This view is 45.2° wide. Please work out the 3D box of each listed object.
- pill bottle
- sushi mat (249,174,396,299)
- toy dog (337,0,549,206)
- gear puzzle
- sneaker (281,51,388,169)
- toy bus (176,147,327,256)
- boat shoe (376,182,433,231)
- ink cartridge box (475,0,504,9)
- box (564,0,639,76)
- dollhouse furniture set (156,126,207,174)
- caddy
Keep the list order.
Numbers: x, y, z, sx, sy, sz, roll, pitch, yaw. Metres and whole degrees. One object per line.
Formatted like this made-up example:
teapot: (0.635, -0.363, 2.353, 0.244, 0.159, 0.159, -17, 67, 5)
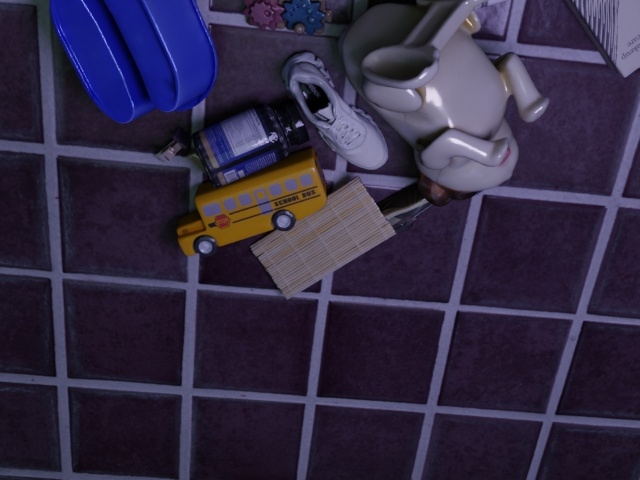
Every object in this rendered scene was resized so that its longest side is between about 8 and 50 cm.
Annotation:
pill bottle: (-0.139, -0.202, 1.556, 0.219, 0.123, 0.123, -24, 115, -4)
sushi mat: (0.000, 0.000, 1.683, 0.316, 0.019, 0.151, -32, 101, 24)
toy dog: (0.222, -0.240, 1.451, 0.395, 0.285, 0.408, 5, 144, 44)
gear puzzle: (-0.065, -0.522, 1.379, 0.175, 0.044, 0.339, 10, 135, 9)
sneaker: (0.030, -0.243, 1.553, 0.110, 0.118, 0.292, -40, 112, 15)
toy bus: (-0.150, -0.078, 1.635, 0.332, 0.108, 0.130, -17, 115, 8)
boat shoe: (0.171, -0.055, 1.675, 0.223, 0.080, 0.073, -26, 120, 17)
ink cartridge box: (0.292, -0.513, 1.442, 0.190, 0.082, 0.140, -13, 116, 7)
box: (0.542, -0.457, 1.468, 0.113, 0.094, 0.275, -39, 111, 17)
dollhouse furniture set: (-0.291, -0.157, 1.616, 0.081, 0.091, 0.114, -34, 116, 31)
caddy: (-0.338, -0.388, 1.443, 0.241, 0.179, 0.342, -8, 119, 28)
